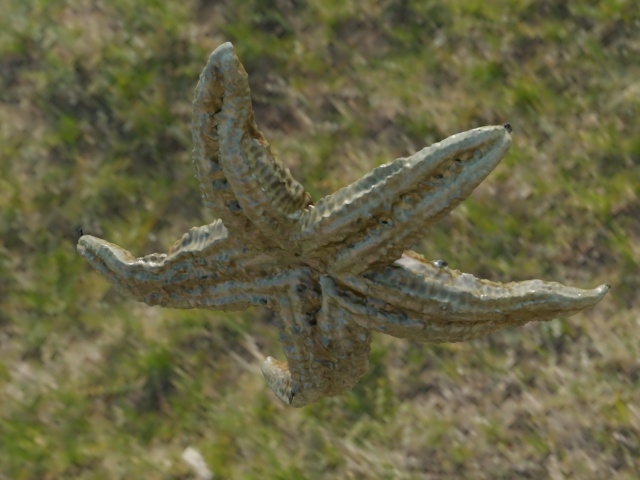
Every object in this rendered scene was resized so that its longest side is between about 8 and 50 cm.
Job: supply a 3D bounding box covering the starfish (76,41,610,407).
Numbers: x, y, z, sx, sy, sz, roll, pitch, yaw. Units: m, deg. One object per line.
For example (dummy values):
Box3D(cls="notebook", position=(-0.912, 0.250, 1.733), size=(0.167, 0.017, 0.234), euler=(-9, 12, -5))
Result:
Box3D(cls="starfish", position=(0.000, 0.000, 0.905), size=(0.277, 0.236, 0.062), euler=(9, 44, 15))
